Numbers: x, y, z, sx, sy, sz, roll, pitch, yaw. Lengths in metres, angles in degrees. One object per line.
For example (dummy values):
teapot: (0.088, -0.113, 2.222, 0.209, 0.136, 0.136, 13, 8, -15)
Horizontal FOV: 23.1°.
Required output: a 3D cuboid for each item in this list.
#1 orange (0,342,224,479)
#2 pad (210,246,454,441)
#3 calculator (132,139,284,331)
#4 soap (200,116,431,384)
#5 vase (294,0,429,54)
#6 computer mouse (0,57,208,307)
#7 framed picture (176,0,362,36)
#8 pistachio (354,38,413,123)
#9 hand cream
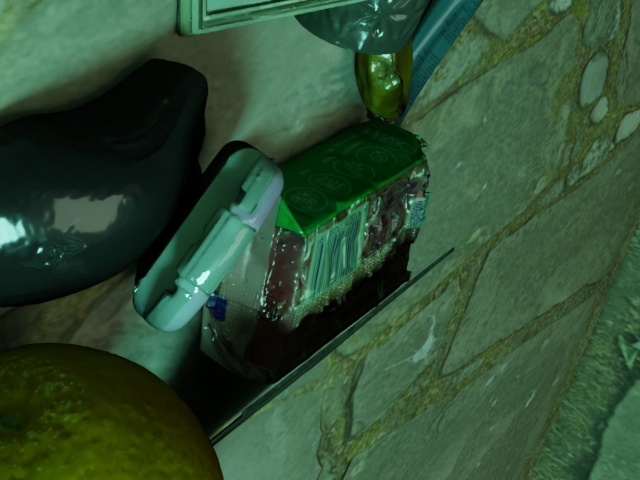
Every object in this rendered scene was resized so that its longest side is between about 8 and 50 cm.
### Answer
orange: (-0.170, 0.177, 1.024, 0.236, 0.236, 0.236, -51, 156, -32)
pad: (-0.037, 0.135, 1.423, 0.247, 0.007, 0.367, -43, 174, 38)
calculator: (-0.083, -0.009, 1.127, 0.141, 0.045, 0.246, -54, -172, 0)
soap: (0.002, 0.001, 1.408, 0.273, 0.098, 0.218, -34, 145, -54)
vase: (0.058, -0.288, 1.155, 0.251, 0.156, 0.301, -17, 137, -43)
computer mouse: (-0.145, -0.026, 1.043, 0.264, 0.088, 0.147, -41, 152, -53)
framed picture: (0.041, -0.253, 1.069, 0.293, 0.018, 0.231, -14, 139, -17)
pistachio: (0.056, -0.172, 1.404, 0.173, 0.049, 0.090, 89, 11, -48)
hand cream: (0.118, -0.206, 1.538, 0.224, 0.048, 0.083, -58, 160, 1)
